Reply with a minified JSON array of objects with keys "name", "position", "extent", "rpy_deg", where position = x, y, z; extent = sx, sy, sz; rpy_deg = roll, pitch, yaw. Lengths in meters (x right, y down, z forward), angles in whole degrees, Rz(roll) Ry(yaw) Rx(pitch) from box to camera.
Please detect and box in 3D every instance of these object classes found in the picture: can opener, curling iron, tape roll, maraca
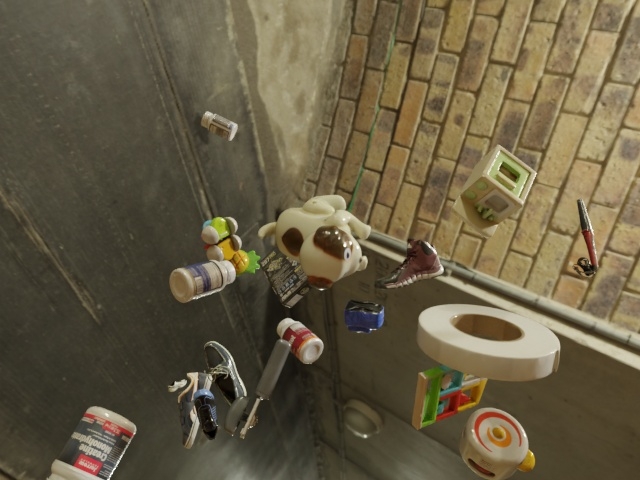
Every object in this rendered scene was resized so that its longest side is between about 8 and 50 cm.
[{"name":"can opener","position":[-0.177,0.404,1.264],"extent":[0.076,0.095,0.283],"rpy_deg":[107,6,-71]},{"name":"curling iron","position":[0.807,-0.013,1.392],"extent":[0.035,0.068,0.273],"rpy_deg":[35,56,-42]},{"name":"tape roll","position":[0.480,0.284,1.322],"extent":[0.392,0.392,0.071],"rpy_deg":[-16,112,-58]},{"name":"maraca","position":[-0.349,0.094,1.915],"extent":[0.099,0.186,0.127],"rpy_deg":[98,-10,-66]}]

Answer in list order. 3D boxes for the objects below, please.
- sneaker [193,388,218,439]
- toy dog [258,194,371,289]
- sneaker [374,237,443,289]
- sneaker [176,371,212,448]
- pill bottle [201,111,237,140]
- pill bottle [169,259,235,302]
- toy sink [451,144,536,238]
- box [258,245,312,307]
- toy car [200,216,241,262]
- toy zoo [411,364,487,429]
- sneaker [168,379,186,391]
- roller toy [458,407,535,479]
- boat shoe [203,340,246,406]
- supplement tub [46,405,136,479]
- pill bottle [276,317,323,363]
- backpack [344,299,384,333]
[{"name":"sneaker","position":[-0.453,0.699,1.816],"extent":[0.082,0.090,0.232],"rpy_deg":[-16,124,-14]},{"name":"toy dog","position":[0.000,0.000,1.638],"extent":[0.396,0.408,0.284],"rpy_deg":[12,107,-23]},{"name":"sneaker","position":[0.313,0.079,1.679],"extent":[0.282,0.106,0.162],"rpy_deg":[-14,94,-20]},{"name":"sneaker","position":[-0.592,0.756,2.043],"extent":[0.126,0.128,0.321],"rpy_deg":[135,-31,-63]},{"name":"pill bottle","position":[-0.428,-0.485,1.913],"extent":[0.078,0.137,0.078],"rpy_deg":[-63,-177,7]},{"name":"pill bottle","position":[-0.323,0.107,1.264],"extent":[0.169,0.094,0.094],"rpy_deg":[-16,123,-51]},{"name":"toy sink","position":[0.529,-0.151,1.376],"extent":[0.234,0.153,0.131],"rpy_deg":[-52,179,-31]},{"name":"box","position":[-0.111,0.111,2.407],"extent":[0.395,0.318,0.097],"rpy_deg":[-44,146,10]},{"name":"toy car","position":[-0.415,-0.006,1.813],"extent":[0.159,0.136,0.181],"rpy_deg":[-36,124,-48]},{"name":"toy zoo","position":[0.411,0.445,1.375],"extent":[0.293,0.030,0.192],"rpy_deg":[-9,115,-26]},{"name":"sneaker","position":[-0.631,0.633,2.000],"extent":[0.083,0.032,0.036],"rpy_deg":[-27,111,-38]},{"name":"roller toy","position":[0.553,0.648,1.449],"extent":[0.209,0.191,0.146],"rpy_deg":[-106,-166,-48]},{"name":"boat shoe","position":[-0.362,0.493,1.666],"extent":[0.254,0.095,0.079],"rpy_deg":[65,10,2]},{"name":"supplement tub","position":[-0.792,0.740,1.572],"extent":[0.191,0.191,0.272],"rpy_deg":[77,29,-49]},{"name":"pill bottle","position":[-0.068,0.304,1.396],"extent":[0.086,0.152,0.086],"rpy_deg":[-18,121,-33]},{"name":"backpack","position":[0.147,0.248,1.474],"extent":[0.098,0.120,0.101],"rpy_deg":[-56,144,-64]}]
